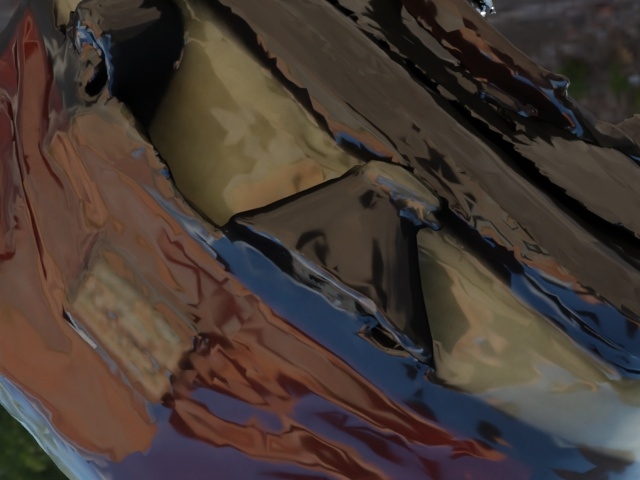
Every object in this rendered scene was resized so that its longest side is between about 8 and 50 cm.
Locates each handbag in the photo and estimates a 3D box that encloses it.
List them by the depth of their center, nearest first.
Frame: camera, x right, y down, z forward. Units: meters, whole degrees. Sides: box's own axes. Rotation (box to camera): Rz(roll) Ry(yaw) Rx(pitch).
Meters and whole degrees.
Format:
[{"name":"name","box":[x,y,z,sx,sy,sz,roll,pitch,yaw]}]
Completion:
[{"name":"handbag","box":[0.000,0.000,0.453,0.254,0.181,0.181,42,-158,24]}]
